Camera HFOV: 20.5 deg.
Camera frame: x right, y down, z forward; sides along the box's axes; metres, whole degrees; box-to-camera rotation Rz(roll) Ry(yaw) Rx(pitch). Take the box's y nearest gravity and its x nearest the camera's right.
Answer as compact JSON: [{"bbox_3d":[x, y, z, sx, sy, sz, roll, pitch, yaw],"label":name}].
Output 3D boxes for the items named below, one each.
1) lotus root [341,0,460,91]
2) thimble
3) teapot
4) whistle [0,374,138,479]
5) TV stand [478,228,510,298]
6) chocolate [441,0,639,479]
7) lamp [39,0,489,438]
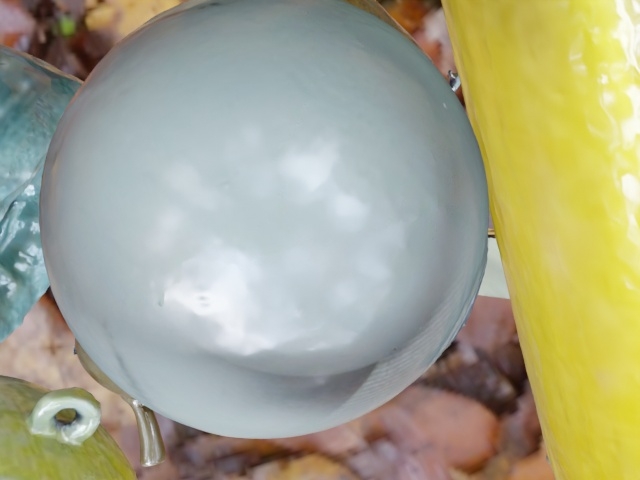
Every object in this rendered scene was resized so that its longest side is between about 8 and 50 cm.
[{"bbox_3d":[0.023,-0.184,1.766,0.241,0.123,0.124,37,76,-35],"label":"lotus root"},{"bbox_3d":[-0.229,-0.023,1.010,0.143,0.235,0.198,27,108,6],"label":"thimble"},{"bbox_3d":[-0.119,0.090,1.120,0.080,0.085,0.110,13,105,28],"label":"teapot"},{"bbox_3d":[-0.139,0.138,0.646,0.123,0.123,0.223,27,115,-19],"label":"whistle"},{"bbox_3d":[0.000,0.000,0.828,0.042,0.249,0.036,-37,119,-35],"label":"TV stand"},{"bbox_3d":[0.112,-0.095,0.535,0.162,0.162,0.445,-20,123,-2],"label":"chocolate"},{"bbox_3d":[-0.012,-0.006,0.404,0.105,0.105,0.105,-4,111,-9],"label":"lamp"}]
